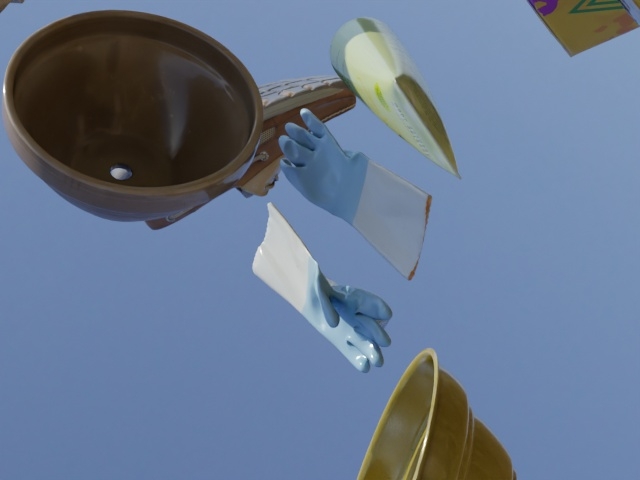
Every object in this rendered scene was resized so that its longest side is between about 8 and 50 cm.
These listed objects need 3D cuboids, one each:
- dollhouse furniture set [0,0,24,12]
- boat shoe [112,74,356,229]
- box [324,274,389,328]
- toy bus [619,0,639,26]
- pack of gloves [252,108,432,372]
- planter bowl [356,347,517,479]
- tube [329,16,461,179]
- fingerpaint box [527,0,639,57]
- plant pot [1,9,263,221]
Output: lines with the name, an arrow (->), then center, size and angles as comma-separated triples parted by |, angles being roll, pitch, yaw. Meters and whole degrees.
dollhouse furniture set -> -0.479, -0.348, 1.611 | 0.198, 0.303, 0.286 | -63, -29, -47
boat shoe -> -0.100, -0.114, 2.047 | 0.123, 0.324, 0.116 | -134, 21, -70
box -> 0.009, 0.072, 1.930 | 0.137, 0.027, 0.094 | 33, -167, 15
toy bus -> 0.374, -0.267, 1.216 | 0.108, 0.332, 0.130 | 53, -172, 13
pack of gloves -> 0.000, 0.000, 1.484 | 0.046, 0.195, 0.232 | -7, -149, -33
planter bowl -> 0.084, 0.194, 1.175 | 0.090, 0.217, 0.217 | 19, -145, -5
tube -> 0.056, -0.121, 1.278 | 0.070, 0.062, 0.240 | 11, -162, -16
fingerpaint box -> 0.363, -0.470, 1.717 | 0.163, 0.371, 0.445 | 39, -145, -50
plant pot -> -0.176, -0.096, 1.491 | 0.237, 0.110, 0.237 | 8, -132, -9
